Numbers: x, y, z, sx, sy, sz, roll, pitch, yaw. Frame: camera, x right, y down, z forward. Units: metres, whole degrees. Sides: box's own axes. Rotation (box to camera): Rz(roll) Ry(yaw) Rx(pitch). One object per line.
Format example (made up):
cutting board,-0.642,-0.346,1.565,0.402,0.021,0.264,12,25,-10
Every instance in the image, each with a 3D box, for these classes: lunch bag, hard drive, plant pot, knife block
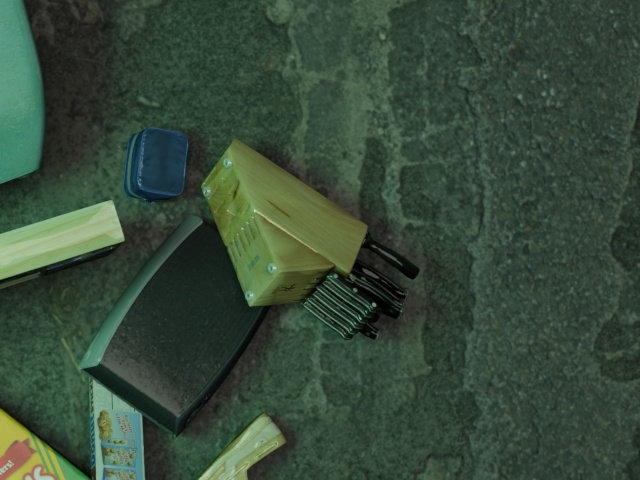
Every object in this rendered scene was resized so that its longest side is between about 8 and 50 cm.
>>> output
lunch bag,-0.215,-0.093,1.753,0.067,0.065,0.098,11,80,-26
hard drive,-0.171,0.102,1.727,0.172,0.054,0.254,37,68,-5
plant pot,-0.453,-0.181,1.629,0.248,0.247,0.252,-22,105,-13
knife block,0.000,0.000,1.766,0.242,0.088,0.275,-4,59,-38

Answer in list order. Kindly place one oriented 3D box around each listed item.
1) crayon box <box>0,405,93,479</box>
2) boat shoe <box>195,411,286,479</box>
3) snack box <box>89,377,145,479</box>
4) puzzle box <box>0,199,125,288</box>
crayon box,-0.433,0.299,1.653,0.318,0.081,0.202,39,78,-5
boat shoe,-0.111,0.297,1.730,0.059,0.063,0.170,44,76,2
snack box,-0.253,0.244,1.682,0.064,0.022,0.178,11,54,-27
puzzle box,-0.438,0.048,1.585,0.409,0.272,0.052,-18,91,-12
